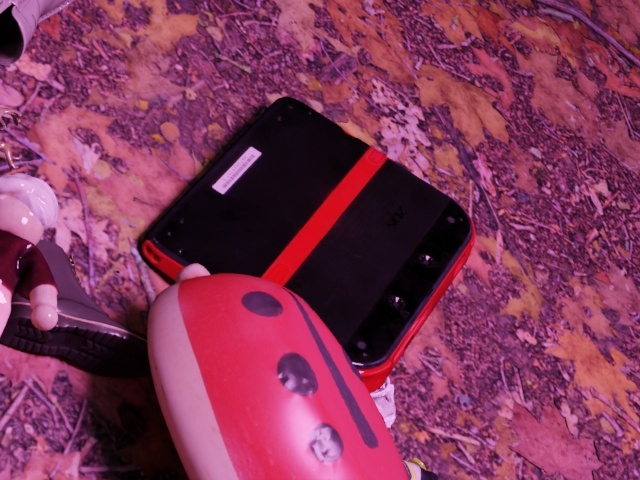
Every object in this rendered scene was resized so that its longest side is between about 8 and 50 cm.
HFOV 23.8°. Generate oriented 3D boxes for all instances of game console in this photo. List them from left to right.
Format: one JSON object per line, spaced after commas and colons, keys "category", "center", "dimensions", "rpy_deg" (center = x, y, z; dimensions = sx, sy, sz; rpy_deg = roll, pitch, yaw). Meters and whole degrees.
{"category": "game console", "center": [0.000, 0.000, 1.958], "dimensions": [0.342, 0.060, 0.386], "rpy_deg": [32, 44, 7]}

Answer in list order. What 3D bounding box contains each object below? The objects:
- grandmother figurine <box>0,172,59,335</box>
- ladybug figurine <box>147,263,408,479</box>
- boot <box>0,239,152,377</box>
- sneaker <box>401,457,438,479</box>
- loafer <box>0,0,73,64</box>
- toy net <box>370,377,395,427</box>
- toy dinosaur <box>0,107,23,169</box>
{"category": "grandmother figurine", "center": [-0.370, 0.053, 1.598], "dimensions": [0.207, 0.104, 0.342], "rpy_deg": [20, 46, 1]}
{"category": "ladybug figurine", "center": [-0.033, 0.213, 1.672], "dimensions": [0.449, 0.162, 0.305], "rpy_deg": [60, 19, 9]}
{"category": "boot", "center": [-0.265, 0.069, 1.713], "dimensions": [0.197, 0.077, 0.137], "rpy_deg": [23, 40, -28]}
{"category": "sneaker", "center": [0.135, 0.362, 1.813], "dimensions": [0.097, 0.084, 0.235], "rpy_deg": [11, 52, -36]}
{"category": "loafer", "center": [-0.392, -0.260, 1.830], "dimensions": [0.111, 0.112, 0.319], "rpy_deg": [42, 45, 10]}
{"category": "toy net", "center": [0.034, 0.133, 1.941], "dimensions": [0.122, 0.045, 0.232], "rpy_deg": [-8, 65, -45]}
{"category": "toy dinosaur", "center": [-0.400, -0.134, 1.770], "dimensions": [0.092, 0.053, 0.183], "rpy_deg": [-13, 68, -45]}
